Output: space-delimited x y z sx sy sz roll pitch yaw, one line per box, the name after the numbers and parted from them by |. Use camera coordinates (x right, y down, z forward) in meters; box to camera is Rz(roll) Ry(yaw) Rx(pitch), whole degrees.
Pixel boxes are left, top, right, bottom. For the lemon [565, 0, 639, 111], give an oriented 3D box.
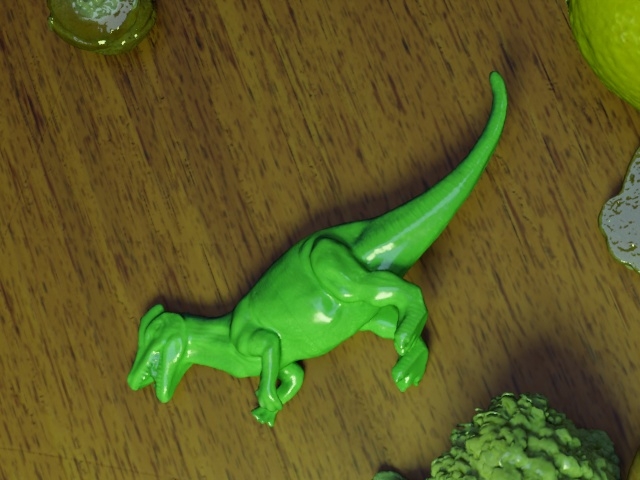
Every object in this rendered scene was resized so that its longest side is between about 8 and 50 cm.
0.453 -0.299 1.577 0.349 0.387 0.350 2 74 -9 | lemon

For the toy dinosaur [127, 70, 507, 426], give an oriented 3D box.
0.000 0.000 1.746 0.374 0.144 0.500 15 79 25 | toy dinosaur

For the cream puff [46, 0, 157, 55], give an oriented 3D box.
-0.282 -0.303 1.844 0.144 0.103 0.126 9 86 12 | cream puff

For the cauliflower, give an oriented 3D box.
0.205 0.322 1.575 0.327 0.281 0.260 -25 77 -28 | cauliflower

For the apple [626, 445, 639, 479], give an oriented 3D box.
0.450 0.288 1.529 0.261 0.194 0.261 -11 75 46 | apple

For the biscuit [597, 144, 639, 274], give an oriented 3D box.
0.440 -0.043 1.690 0.181 0.049 0.208 26 85 14 | biscuit
